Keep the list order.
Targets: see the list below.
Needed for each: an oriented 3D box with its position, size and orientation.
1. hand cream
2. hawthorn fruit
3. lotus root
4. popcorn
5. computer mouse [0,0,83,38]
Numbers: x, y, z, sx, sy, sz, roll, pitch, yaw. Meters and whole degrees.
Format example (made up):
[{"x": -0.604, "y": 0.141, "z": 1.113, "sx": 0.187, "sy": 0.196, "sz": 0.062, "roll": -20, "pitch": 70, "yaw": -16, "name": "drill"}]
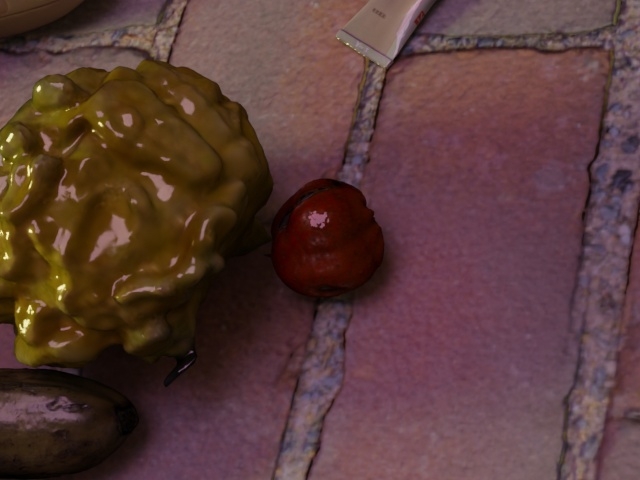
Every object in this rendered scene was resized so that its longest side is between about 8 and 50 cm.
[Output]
[{"x": 0.099, "y": -0.235, "z": 1.408, "sx": 0.216, "sy": 0.038, "sz": 0.052, "roll": -50, "pitch": 28, "yaw": -7, "name": "hand cream"}, {"x": 0.000, "y": 0.000, "z": 1.272, "sx": 0.093, "sy": 0.093, "sz": 0.093, "roll": -11, "pitch": 57, "yaw": 17, "name": "hawthorn fruit"}, {"x": -0.221, "y": 0.138, "z": 1.279, "sx": 0.179, "sy": 0.089, "sz": 0.080, "roll": 2, "pitch": 103, "yaw": 19, "name": "lotus root"}, {"x": -0.145, "y": -0.012, "z": 1.266, "sx": 0.225, "sy": 0.249, "sz": 0.249, "roll": 41, "pitch": 81, "yaw": 14, "name": "popcorn"}, {"x": -0.289, "y": -0.249, "z": 1.543, "sx": 0.237, "sy": 0.082, "sz": 0.145, "roll": -11, "pitch": 58, "yaw": 19, "name": "computer mouse"}]
